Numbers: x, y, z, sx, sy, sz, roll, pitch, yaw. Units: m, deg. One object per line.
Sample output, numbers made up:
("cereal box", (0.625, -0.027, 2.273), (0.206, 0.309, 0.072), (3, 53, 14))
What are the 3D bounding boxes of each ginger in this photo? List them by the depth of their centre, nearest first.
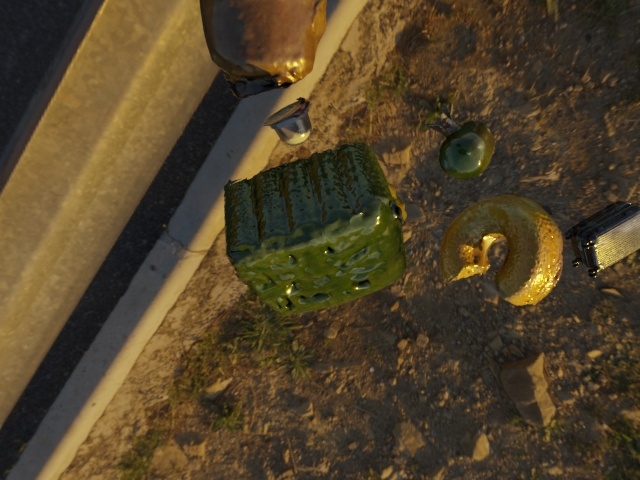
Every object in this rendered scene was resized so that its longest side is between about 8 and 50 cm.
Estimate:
("ginger", (-0.092, -0.385, 0.745), (0.200, 0.269, 0.223), (-14, 129, 11))

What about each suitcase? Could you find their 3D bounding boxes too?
("suitcase", (0.486, -0.005, 0.792), (0.126, 0.059, 0.086), (-29, 116, -2))

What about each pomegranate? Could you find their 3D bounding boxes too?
("pomegranate", (0.351, -0.252, 1.191), (0.191, 0.152, 0.131), (41, 144, -13))

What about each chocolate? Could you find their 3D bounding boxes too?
("chocolate", (-0.100, -0.450, 1.836), (0.221, 0.221, 0.147), (-29, 114, 13))

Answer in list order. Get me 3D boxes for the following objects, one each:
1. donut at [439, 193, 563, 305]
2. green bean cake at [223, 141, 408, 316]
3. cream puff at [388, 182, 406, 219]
("donut", (0.618, 0.017, 1.671), (0.435, 0.163, 0.378), (14, 100, 49))
("green bean cake", (0.000, 0.000, 0.720), (0.247, 0.250, 0.156), (-17, 56, 6))
("cream puff", (0.113, -0.099, 1.591), (0.323, 0.274, 0.270), (33, 69, 12))
